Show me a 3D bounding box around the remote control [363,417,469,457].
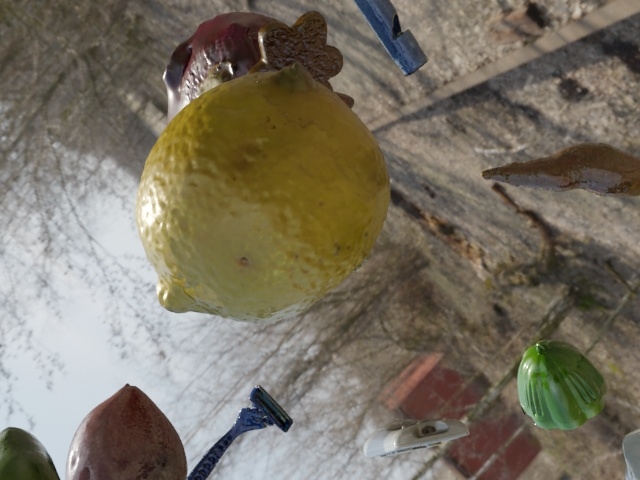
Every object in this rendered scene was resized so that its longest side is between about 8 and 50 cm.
[{"bbox_3d":[0.137,0.301,1.143,0.313,0.109,0.055,105,155,-71],"label":"remote control"}]

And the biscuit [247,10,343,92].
[{"bbox_3d":[-0.043,-0.280,1.282,0.039,0.179,0.236,-126,26,-47],"label":"biscuit"}]

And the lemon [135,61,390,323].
[{"bbox_3d":[-0.060,-0.037,0.704,0.228,0.253,0.228,45,-166,-14],"label":"lemon"}]

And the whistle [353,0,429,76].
[{"bbox_3d":[0.098,-0.450,1.386,0.304,0.062,0.062,54,175,-11],"label":"whistle"}]

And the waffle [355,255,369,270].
[{"bbox_3d":[0.000,0.000,1.459,0.054,0.207,0.214,-115,3,-53],"label":"waffle"}]

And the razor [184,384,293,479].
[{"bbox_3d":[-0.185,0.373,1.158,0.093,0.324,0.056,50,164,-23],"label":"razor"}]

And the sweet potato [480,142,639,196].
[{"bbox_3d":[0.304,-0.087,0.870,0.226,0.068,0.068,5,179,-4],"label":"sweet potato"}]

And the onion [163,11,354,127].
[{"bbox_3d":[-0.111,-0.278,1.558,0.398,0.399,0.420,41,-145,24],"label":"onion"}]

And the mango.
[{"bbox_3d":[-0.412,0.353,1.001,0.251,0.114,0.157,25,133,56],"label":"mango"}]

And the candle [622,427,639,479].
[{"bbox_3d":[0.506,0.298,0.890,0.221,0.342,0.221,44,-157,-25],"label":"candle"}]

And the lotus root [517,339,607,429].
[{"bbox_3d":[0.474,0.269,1.501,0.186,0.186,0.186,42,177,3],"label":"lotus root"}]

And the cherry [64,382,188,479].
[{"bbox_3d":[-0.364,0.406,1.348,0.239,0.206,0.239,38,-155,-22],"label":"cherry"}]
